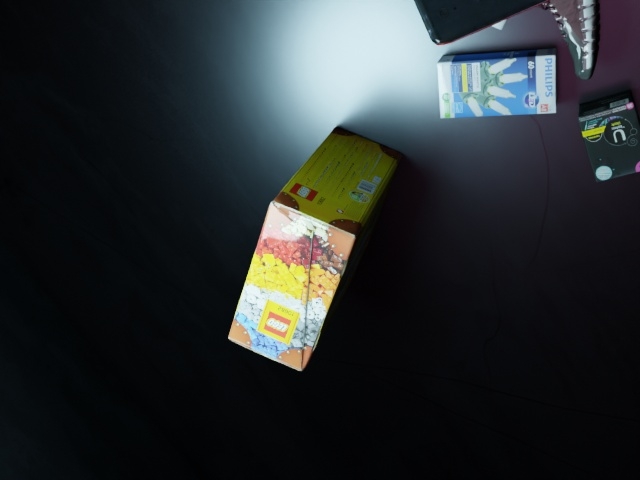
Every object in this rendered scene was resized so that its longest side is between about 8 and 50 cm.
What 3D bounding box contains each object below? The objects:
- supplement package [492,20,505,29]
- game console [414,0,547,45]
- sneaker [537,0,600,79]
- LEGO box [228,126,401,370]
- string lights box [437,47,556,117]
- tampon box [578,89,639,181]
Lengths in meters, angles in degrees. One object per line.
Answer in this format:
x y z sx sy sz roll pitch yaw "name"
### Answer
0.308 -0.569 1.704 0.244 0.139 0.134 23 121 5 "supplement package"
0.313 -0.619 1.588 0.341 0.060 0.387 -22 83 0 "game console"
0.511 -0.485 1.710 0.162 0.106 0.282 2 106 24 "sneaker"
0.000 0.000 1.884 0.193 0.500 0.373 23 120 6 "LEGO box"
0.403 -0.357 1.814 0.259 0.077 0.133 0 114 19 "string lights box"
0.654 -0.232 1.775 0.120 0.101 0.161 -15 110 25 "tampon box"
